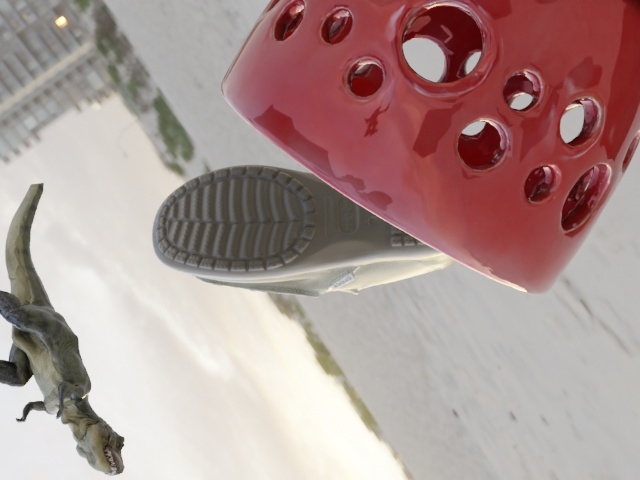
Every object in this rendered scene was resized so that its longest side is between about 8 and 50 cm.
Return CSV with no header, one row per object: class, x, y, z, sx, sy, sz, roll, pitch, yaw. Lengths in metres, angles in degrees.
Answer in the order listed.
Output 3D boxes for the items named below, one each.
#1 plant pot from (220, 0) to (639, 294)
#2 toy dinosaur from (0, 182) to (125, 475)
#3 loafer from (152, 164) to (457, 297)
plant pot,0.075,-0.094,0.500,0.191,0.174,0.191,32,-171,-5
toy dinosaur,-0.245,0.078,0.849,0.118,0.064,0.268,-4,-112,-48
loafer,0.000,0.000,0.818,0.092,0.268,0.102,66,-154,-59
